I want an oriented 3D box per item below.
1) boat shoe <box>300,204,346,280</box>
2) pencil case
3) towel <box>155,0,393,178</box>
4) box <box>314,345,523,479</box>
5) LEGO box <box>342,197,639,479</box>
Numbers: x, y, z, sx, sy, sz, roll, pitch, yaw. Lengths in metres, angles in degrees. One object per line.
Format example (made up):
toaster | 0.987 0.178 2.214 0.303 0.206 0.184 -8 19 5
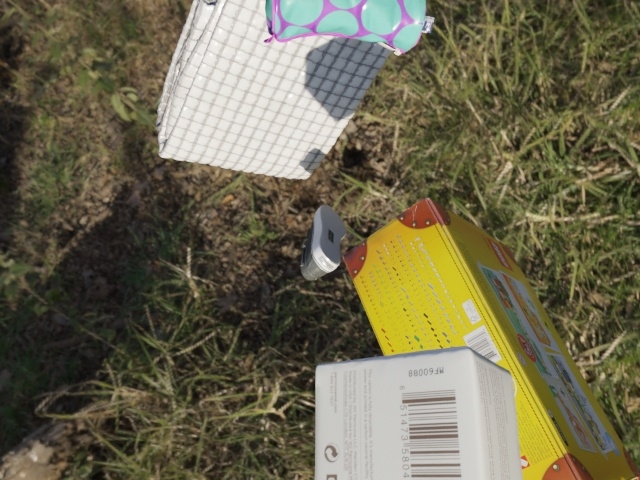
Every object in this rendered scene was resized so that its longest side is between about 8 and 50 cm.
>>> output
boat shoe | 0.000 0.000 0.737 0.040 0.049 0.142 -39 16 22
pencil case | 0.024 -0.214 0.563 0.064 0.152 0.070 -129 41 -68
towel | -0.074 -0.220 0.802 0.283 0.235 0.121 -55 36 40
box | 0.058 0.124 0.355 0.102 0.087 0.101 -13 64 29
LEGO box | 0.291 0.215 1.033 0.193 0.372 0.500 -36 57 24
